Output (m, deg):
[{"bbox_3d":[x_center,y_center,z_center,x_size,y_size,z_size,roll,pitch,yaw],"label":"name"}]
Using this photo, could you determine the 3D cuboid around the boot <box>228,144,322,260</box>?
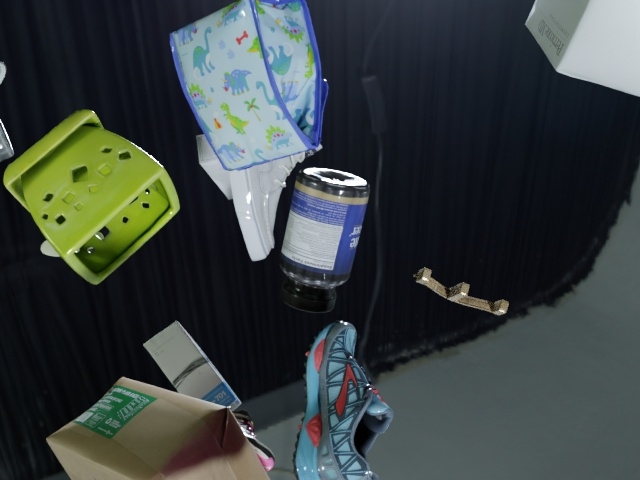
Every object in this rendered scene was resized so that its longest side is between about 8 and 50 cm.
[{"bbox_3d":[-0.056,-0.102,0.942,0.123,0.258,0.095,-9,21,-3],"label":"boot"}]

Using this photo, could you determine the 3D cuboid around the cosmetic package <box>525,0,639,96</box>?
[{"bbox_3d":[0.402,-0.384,0.857,0.156,0.385,0.217,16,29,-6],"label":"cosmetic package"}]

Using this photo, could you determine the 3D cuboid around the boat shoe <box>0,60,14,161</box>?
[{"bbox_3d":[-0.542,-0.251,1.121,0.119,0.121,0.335,-15,76,-13],"label":"boat shoe"}]

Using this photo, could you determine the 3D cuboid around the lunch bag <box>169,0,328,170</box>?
[{"bbox_3d":[-0.065,-0.152,0.730,0.129,0.151,0.096,-9,5,43],"label":"lunch bag"}]

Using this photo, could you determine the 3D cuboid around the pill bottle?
[{"bbox_3d":[0.000,0.000,1.196,0.123,0.219,0.123,12,16,-3],"label":"pill bottle"}]

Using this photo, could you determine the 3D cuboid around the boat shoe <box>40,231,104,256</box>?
[{"bbox_3d":[-0.532,0.014,1.581,0.133,0.042,0.049,-10,70,-13],"label":"boat shoe"}]

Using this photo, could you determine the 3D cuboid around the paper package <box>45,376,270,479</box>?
[{"bbox_3d":[-0.226,0.394,1.142,0.325,0.309,0.168,0,30,47],"label":"paper package"}]

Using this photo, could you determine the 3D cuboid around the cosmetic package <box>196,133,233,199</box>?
[{"bbox_3d":[-0.160,-0.146,1.411,0.099,0.060,0.239,-9,-13,3],"label":"cosmetic package"}]

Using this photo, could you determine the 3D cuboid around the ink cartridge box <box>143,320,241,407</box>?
[{"bbox_3d":[-0.243,0.259,1.403,0.082,0.139,0.191,-36,80,-11],"label":"ink cartridge box"}]

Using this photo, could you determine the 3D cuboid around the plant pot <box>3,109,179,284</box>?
[{"bbox_3d":[-0.414,-0.084,1.316,0.207,0.227,0.228,43,76,8],"label":"plant pot"}]

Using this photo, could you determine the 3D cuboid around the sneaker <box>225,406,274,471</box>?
[{"bbox_3d":[-0.129,0.321,1.211,0.170,0.063,0.075,17,35,40],"label":"sneaker"}]

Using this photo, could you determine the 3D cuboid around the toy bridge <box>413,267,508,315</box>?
[{"bbox_3d":[0.263,0.100,1.407,0.188,0.063,0.026,22,71,-9],"label":"toy bridge"}]

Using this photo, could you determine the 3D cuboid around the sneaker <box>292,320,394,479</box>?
[{"bbox_3d":[0.046,0.231,1.021,0.125,0.104,0.262,-8,53,21],"label":"sneaker"}]
